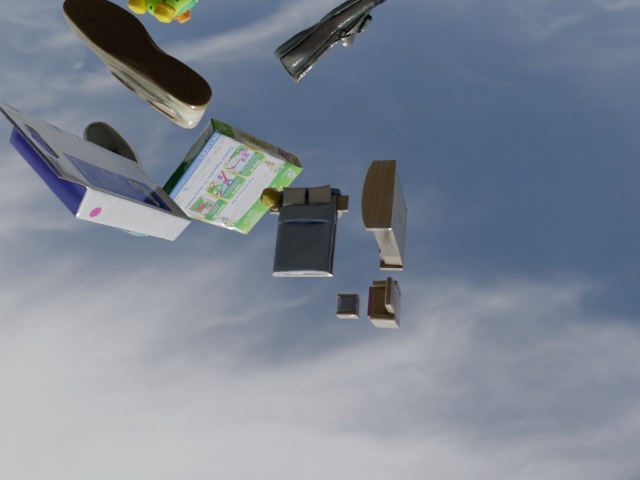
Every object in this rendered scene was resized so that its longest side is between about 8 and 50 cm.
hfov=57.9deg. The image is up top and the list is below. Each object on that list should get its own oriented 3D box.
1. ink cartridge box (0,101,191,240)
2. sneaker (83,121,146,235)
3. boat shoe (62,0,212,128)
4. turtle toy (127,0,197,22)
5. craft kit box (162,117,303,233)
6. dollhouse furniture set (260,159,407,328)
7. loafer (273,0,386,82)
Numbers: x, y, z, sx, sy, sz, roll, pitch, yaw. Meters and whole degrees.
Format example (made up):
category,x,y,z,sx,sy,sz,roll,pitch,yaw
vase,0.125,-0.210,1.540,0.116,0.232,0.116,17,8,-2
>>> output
category,x,y,z,sx,sy,sz,roll,pitch,yaw
ink cartridge box,-0.362,-0.098,0.935,0.176,0.371,0.069,44,-87,15
sneaker,-0.473,-0.139,1.328,0.123,0.178,0.296,-27,-82,-2
boat shoe,-0.337,-0.319,1.050,0.302,0.098,0.109,37,-126,-7
turtle toy,-0.208,-0.336,0.768,0.130,0.066,0.095,26,-85,26
craft kit box,-0.210,-0.140,1.358,0.246,0.250,0.061,21,-144,-37
dollhouse furniture set,0.000,0.000,1.109,0.303,0.198,0.287,1,-114,16
loafer,0.030,-0.409,1.151,0.267,0.084,0.096,-22,-163,33
